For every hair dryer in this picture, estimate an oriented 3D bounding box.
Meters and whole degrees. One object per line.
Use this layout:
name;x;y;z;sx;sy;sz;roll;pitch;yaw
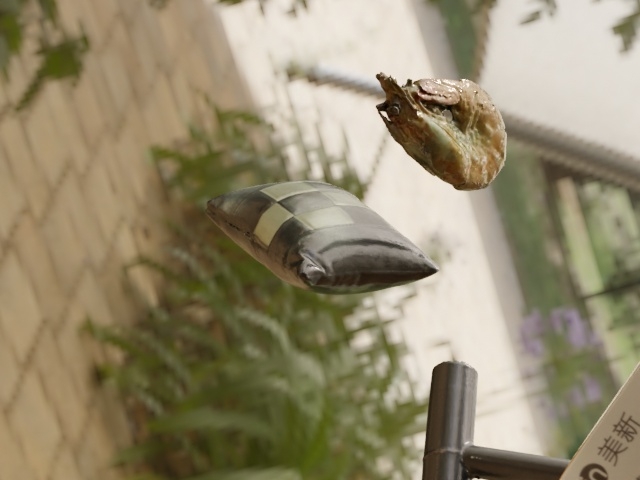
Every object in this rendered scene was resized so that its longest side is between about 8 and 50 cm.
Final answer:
hair dryer;0.186;0.188;1.776;0.050;0.195;0.173;55;34;-56

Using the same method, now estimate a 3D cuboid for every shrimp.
shrimp;0.131;-0.133;2.160;0.217;0.051;0.115;32;68;-38

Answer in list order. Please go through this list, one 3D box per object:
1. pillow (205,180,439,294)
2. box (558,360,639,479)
pillow;0.000;0.000;2.255;0.250;0.186;0.106;37;-57;56
box;0.281;0.128;1.532;0.091;0.221;0.274;34;-2;11
